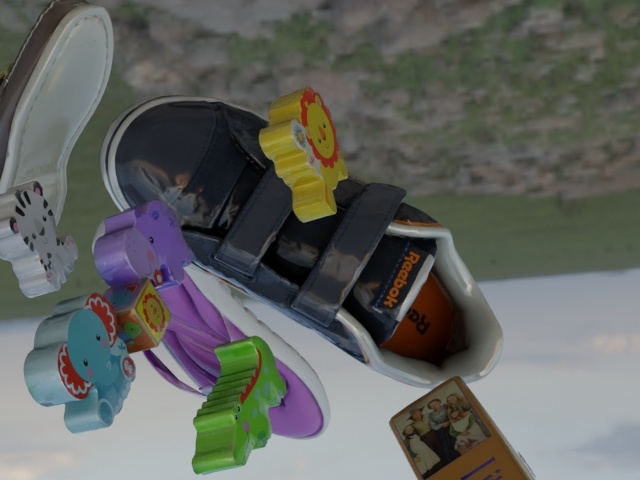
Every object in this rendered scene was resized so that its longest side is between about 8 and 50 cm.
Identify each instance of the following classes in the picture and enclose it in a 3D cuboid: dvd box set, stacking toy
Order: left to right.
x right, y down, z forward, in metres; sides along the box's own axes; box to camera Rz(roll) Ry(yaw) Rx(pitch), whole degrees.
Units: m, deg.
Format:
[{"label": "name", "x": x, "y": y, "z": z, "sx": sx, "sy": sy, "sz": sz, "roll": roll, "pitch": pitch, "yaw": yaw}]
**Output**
[{"label": "stacking toy", "x": -0.086, "y": 0.025, "z": 0.599, "sx": 0.167, "sy": 0.052, "sz": 0.221, "roll": -16, "pitch": -150, "yaw": 22}, {"label": "dvd box set", "x": 0.182, "y": 0.280, "z": 0.779, "sx": 0.062, "sy": 0.307, "sz": 0.420, "roll": -34, "pitch": -159, "yaw": 2}]

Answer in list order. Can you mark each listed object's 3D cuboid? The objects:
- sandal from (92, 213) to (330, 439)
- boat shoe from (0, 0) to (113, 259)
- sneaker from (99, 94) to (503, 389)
[{"label": "sandal", "x": -0.144, "y": 0.133, "z": 1.724, "sx": 0.169, "sy": 0.102, "sz": 0.416, "roll": -11, "pitch": 132, "yaw": 38}, {"label": "boat shoe", "x": -0.308, "y": -0.128, "z": 1.521, "sx": 0.116, "sy": 0.097, "sz": 0.324, "roll": -23, "pitch": 147, "yaw": -46}, {"label": "sneaker", "x": 0.000, "y": 0.000, "z": 1.018, "sx": 0.321, "sy": 0.126, "sz": 0.127, "roll": 31, "pitch": 172, "yaw": -22}]
